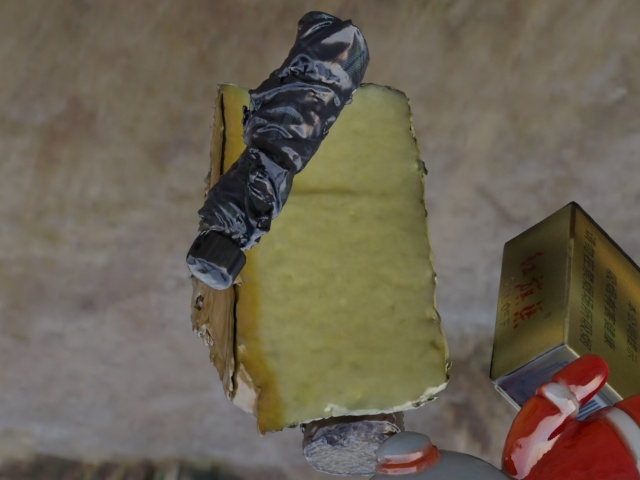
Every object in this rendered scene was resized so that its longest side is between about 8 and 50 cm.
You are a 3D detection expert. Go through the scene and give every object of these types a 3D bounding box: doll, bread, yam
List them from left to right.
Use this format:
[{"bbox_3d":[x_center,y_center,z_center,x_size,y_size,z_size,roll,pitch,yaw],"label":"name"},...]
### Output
[{"bbox_3d":[0.000,0.000,1.702,0.248,0.279,0.315,-1,-163,-16],"label":"bread"},{"bbox_3d":[0.027,0.110,1.909,0.131,0.279,0.131,-3,147,-2],"label":"yam"},{"bbox_3d":[0.094,0.136,0.819,0.245,0.142,0.076,-13,180,-25],"label":"doll"}]

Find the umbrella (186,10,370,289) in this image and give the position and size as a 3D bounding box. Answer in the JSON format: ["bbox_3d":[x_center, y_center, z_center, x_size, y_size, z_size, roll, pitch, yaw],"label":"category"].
[{"bbox_3d":[-0.037,-0.063,1.255,0.071,0.224,0.080,17,152,20],"label":"umbrella"}]

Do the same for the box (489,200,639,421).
[{"bbox_3d":[0.219,0.106,1.192,0.071,0.159,0.240,-34,115,28],"label":"box"}]
